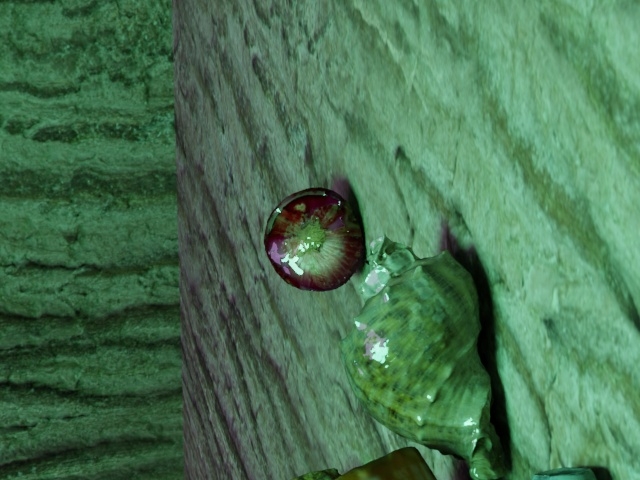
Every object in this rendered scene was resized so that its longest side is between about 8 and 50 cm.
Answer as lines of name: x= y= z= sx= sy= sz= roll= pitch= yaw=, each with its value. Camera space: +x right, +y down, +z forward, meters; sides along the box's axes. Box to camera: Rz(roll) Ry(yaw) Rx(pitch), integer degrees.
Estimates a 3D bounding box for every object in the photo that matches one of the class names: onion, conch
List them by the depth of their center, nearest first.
conch: x=0.101 y=0.138 z=1.462 sx=0.210 sy=0.159 sz=0.291 roll=130 pitch=129 yaw=-68
onion: x=0.000 y=0.000 z=1.882 sx=0.140 sy=0.150 sz=0.150 roll=3 pitch=-102 yaw=-74

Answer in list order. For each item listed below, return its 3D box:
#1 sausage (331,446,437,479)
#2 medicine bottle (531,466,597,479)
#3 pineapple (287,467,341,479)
sausage: x=0.080 y=0.398 z=1.401 sx=0.287 sy=0.233 sz=0.233 roll=57 pitch=157 yaw=18
medicine bottle: x=0.247 y=0.317 z=1.214 sx=0.090 sy=0.054 sz=0.208 roll=152 pitch=106 yaw=-71
pineapple: x=0.037 y=0.470 z=1.899 sx=0.278 sy=0.158 sz=0.157 roll=53 pitch=150 yaw=37
